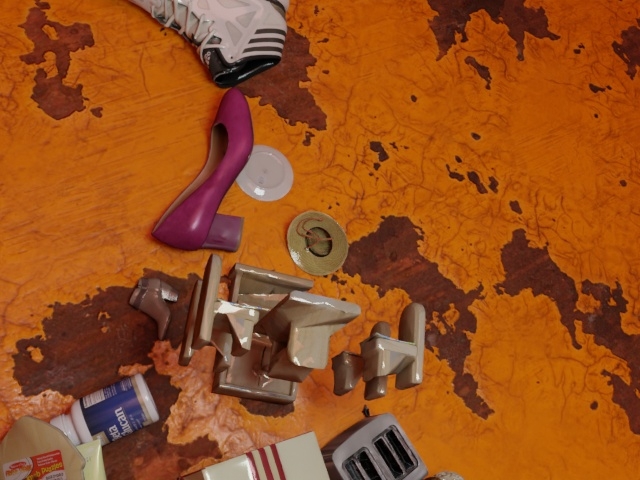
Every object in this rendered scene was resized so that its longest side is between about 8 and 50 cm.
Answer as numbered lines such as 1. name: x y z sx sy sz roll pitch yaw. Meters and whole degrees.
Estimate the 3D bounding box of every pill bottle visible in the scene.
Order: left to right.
1. pill bottle: -0.379 0.309 1.197 0.169 0.094 0.094 -23 79 -15

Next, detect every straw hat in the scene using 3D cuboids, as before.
1. straw hat: 0.000 0.000 1.494 0.144 0.144 0.061 47 18 1

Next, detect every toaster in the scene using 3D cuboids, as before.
1. toaster: 0.096 0.438 1.334 0.168 0.110 0.185 -28 82 -29

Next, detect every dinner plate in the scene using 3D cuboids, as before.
1. dinner plate: -0.126 -0.155 1.536 0.141 0.017 0.141 7 68 -18

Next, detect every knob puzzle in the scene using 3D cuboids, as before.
1. knob puzzle: -0.463 0.384 1.125 0.213 0.030 0.213 -1 86 19

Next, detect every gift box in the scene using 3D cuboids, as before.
1. gift box: -0.128 0.499 1.144 0.276 0.255 0.258 -12 72 -31

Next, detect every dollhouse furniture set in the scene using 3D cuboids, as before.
1. dollhouse furniture set: -0.057 0.132 1.231 0.362 0.394 0.256 14 65 -16

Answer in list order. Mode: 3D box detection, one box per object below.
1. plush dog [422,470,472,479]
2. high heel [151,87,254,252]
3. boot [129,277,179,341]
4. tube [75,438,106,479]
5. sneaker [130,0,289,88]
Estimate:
1. plush dog: 0.250 0.557 1.297 0.262 0.211 0.225 20 63 -42
2. high heel: -0.244 -0.163 1.421 0.181 0.127 0.377 10 69 -29
3. boot: -0.330 0.131 1.330 0.087 0.042 0.118 16 63 -8
4. tube: -0.383 0.461 1.138 0.070 0.062 0.240 -12 84 -43
5. sneaker: -0.279 -0.497 1.522 0.448 0.169 0.257 8 65 -21
